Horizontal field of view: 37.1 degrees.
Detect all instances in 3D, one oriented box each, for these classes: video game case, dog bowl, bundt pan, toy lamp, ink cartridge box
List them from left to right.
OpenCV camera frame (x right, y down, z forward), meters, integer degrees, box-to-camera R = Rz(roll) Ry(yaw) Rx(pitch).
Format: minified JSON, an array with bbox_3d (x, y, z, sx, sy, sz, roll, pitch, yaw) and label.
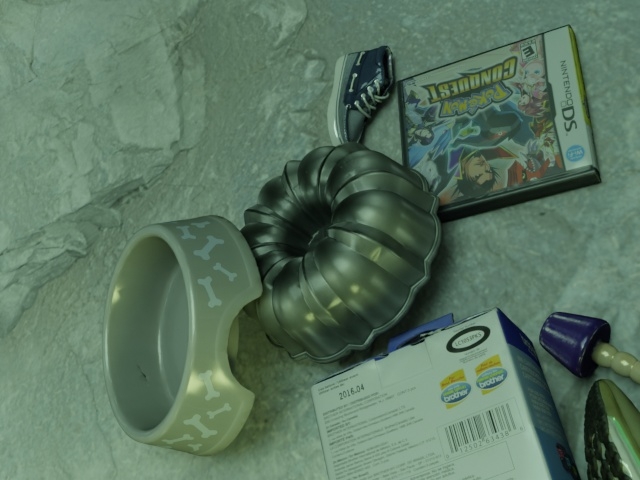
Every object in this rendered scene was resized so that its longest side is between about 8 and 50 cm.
[{"bbox_3d":[-0.210,0.132,1.362,0.349,0.102,0.348,-11,76,54],"label":"dog bowl"},{"bbox_3d":[0.000,0.000,1.341,0.331,0.124,0.330,-25,47,30],"label":"bundt pan"},{"bbox_3d":[0.155,0.263,1.148,0.270,0.151,0.395,-25,58,19],"label":"ink cartridge box"},{"bbox_3d":[0.246,-0.162,1.369,0.275,0.035,0.248,-15,61,25],"label":"video game case"},{"bbox_3d":[0.383,0.159,1.110,0.275,0.080,0.080,28,84,35],"label":"toy lamp"}]

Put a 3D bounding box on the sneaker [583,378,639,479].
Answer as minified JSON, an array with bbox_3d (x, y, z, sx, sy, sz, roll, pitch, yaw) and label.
[{"bbox_3d":[0.424,0.312,1.001,0.182,0.158,0.410,-19,55,-12],"label":"sneaker"}]

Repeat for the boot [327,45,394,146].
[{"bbox_3d":[0.066,-0.221,1.483,0.086,0.069,0.190,-12,60,29],"label":"boot"}]
